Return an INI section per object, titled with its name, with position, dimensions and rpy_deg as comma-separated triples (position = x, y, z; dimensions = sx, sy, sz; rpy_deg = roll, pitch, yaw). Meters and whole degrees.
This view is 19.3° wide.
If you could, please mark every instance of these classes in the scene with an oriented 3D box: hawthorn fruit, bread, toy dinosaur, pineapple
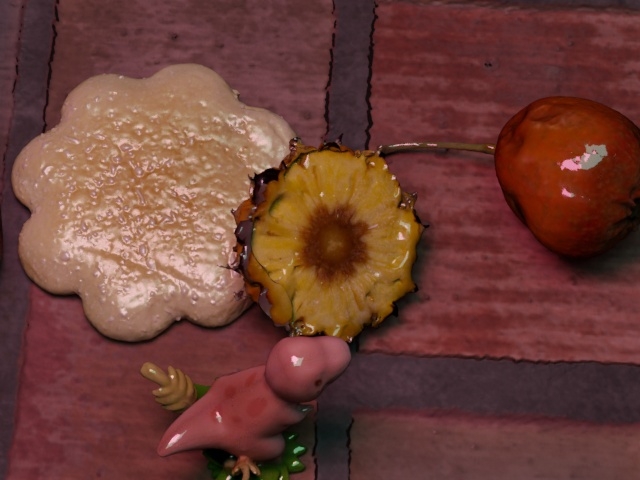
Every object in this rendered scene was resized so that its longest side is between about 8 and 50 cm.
[hawthorn fruit]
position = 0.202, -0.080, 1.913
dimensions = 0.285, 0.165, 0.165
rpy_deg = 16, 66, 31
[bread]
position = -0.164, -0.047, 1.915
dimensions = 0.316, 0.054, 0.316
rpy_deg = 0, 69, -1
[toy dinosaur]
position = -0.062, 0.168, 1.758
dimensions = 0.194, 0.177, 0.152
rpy_deg = -11, 67, -4
[pineapple]
position = 0.000, 0.000, 1.857
dimensions = 0.224, 0.076, 0.225
rpy_deg = 0, 90, -27

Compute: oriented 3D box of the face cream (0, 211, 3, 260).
[face cream]
position = -0.376, -0.043, 1.854
dimensions = 0.104, 0.149, 0.149
rpy_deg = -8, 68, -4
